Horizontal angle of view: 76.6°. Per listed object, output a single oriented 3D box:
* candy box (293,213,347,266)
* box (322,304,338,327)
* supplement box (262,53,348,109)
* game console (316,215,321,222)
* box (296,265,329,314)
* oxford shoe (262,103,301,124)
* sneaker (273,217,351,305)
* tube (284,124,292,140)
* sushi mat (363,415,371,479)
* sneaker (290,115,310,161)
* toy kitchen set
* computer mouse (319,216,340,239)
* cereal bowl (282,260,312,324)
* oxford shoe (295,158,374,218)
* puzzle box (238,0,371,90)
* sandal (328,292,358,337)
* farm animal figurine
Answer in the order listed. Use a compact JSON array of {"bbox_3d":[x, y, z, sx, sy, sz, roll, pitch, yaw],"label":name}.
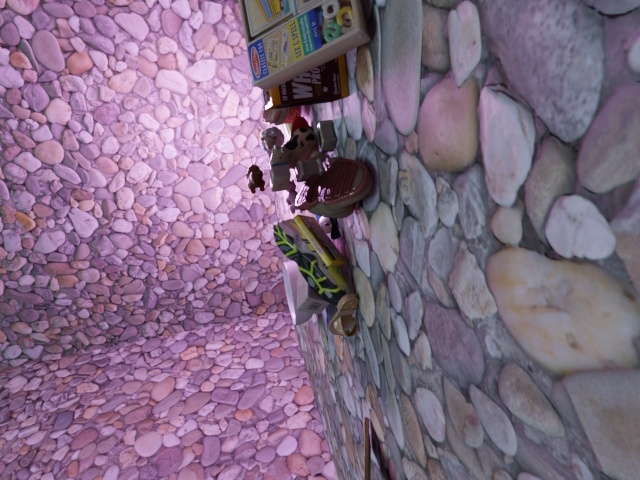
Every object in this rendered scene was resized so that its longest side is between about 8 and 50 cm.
[{"bbox_3d":[0.000,0.000,1.319,0.206,0.027,0.105,54,-159,22],"label":"candy box"},{"bbox_3d":[0.043,0.243,1.529,0.137,0.072,0.126,-121,24,-64],"label":"box"},{"bbox_3d":[-0.050,-0.422,1.054,0.191,0.194,0.129,-131,32,-71],"label":"supplement box"},{"bbox_3d":[-0.034,-0.109,1.625,0.071,0.107,0.122,-68,20,13],"label":"game console"},{"bbox_3d":[-0.026,0.123,1.491,0.113,0.094,0.275,126,152,-47],"label":"box"},{"bbox_3d":[-0.135,-0.512,1.552,0.397,0.147,0.140,-99,33,-60],"label":"oxford shoe"},{"bbox_3d":[-0.008,0.050,1.379,0.384,0.147,0.145,51,150,25],"label":"sneaker"},{"bbox_3d":[-0.124,-0.475,1.800,0.070,0.062,0.240,-24,-78,-59],"label":"tube"},{"bbox_3d":[0.150,0.739,1.287,0.316,0.019,0.151,-76,-19,-65],"label":"sushi mat"},{"bbox_3d":[-0.087,-0.391,1.595,0.128,0.087,0.221,-116,20,-53],"label":"sneaker"},{"bbox_3d":[-0.057,-0.254,1.214,0.122,0.207,0.166,124,135,-74],"label":"toy kitchen set"},{"bbox_3d":[0.025,-0.055,1.425,0.193,0.042,0.106,180,79,-79],"label":"computer mouse"},{"bbox_3d":[-0.102,0.269,2.147,0.339,0.141,0.338,170,90,-80],"label":"cereal bowl"},{"bbox_3d":[0.057,-0.125,1.068,0.348,0.130,0.123,2,68,66],"label":"oxford shoe"},{"bbox_3d":[-0.062,-0.564,0.860,0.052,0.272,0.408,-2,-100,-59],"label":"puzzle box"},{"bbox_3d":[0.083,0.273,1.311,0.240,0.088,0.079,100,155,-46],"label":"sandal"},{"bbox_3d":[-0.081,-0.262,1.346,0.172,0.330,0.326,90,-166,-54],"label":"farm animal figurine"}]
